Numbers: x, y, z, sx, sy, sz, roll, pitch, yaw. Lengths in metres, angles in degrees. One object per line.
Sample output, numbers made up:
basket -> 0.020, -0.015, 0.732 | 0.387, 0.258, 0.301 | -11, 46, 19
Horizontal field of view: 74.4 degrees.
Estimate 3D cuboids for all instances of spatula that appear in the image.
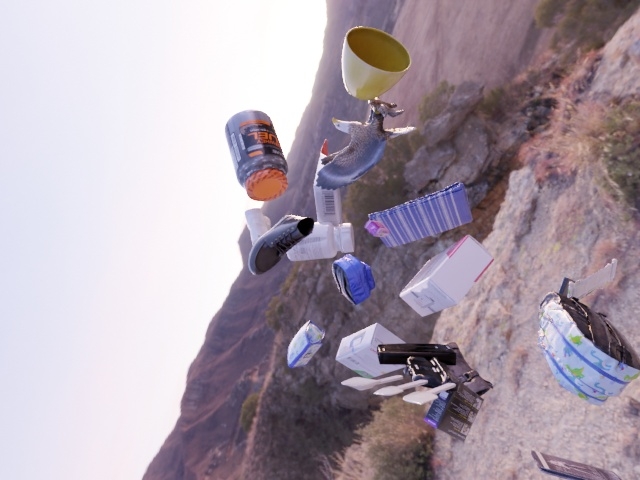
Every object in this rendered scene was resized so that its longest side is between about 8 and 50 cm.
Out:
spatula -> 0.167, 0.291, 0.850 | 0.242, 0.168, 0.019 | 15, -105, -55

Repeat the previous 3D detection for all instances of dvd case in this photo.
dvd case -> 0.729, 0.654, 1.193 | 0.164, 0.221, 0.018 | 30, -110, -69

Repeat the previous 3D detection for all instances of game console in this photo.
game console -> 0.263, 0.328, 1.120 | 0.361, 0.213, 0.043 | 16, -107, -85

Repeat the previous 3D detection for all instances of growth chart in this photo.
growth chart -> 1.044, 0.165, 1.624 | 0.021, 0.237, 0.172 | 56, 170, 45

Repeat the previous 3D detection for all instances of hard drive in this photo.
hard drive -> 1.095, 0.239, 1.885 | 0.022, 0.094, 0.135 | 20, 90, 56

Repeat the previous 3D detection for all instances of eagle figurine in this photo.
eagle figurine -> 0.118, -0.294, 1.290 | 0.225, 0.226, 0.298 | 46, 122, 38

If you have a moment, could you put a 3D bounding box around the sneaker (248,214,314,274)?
sneaker -> -0.115, 0.007, 1.214 | 0.118, 0.083, 0.222 | -3, 46, 56

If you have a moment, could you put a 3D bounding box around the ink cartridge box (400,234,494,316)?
ink cartridge box -> 0.405, 0.124, 1.388 | 0.207, 0.117, 0.283 | -44, -7, -18

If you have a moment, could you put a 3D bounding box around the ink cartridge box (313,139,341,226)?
ink cartridge box -> 0.051, -0.193, 1.720 | 0.385, 0.091, 0.308 | -78, -15, -50

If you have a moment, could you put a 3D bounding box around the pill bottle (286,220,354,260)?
pill bottle -> 0.000, 0.000, 1.487 | 0.131, 0.229, 0.131 | -6, -90, -79

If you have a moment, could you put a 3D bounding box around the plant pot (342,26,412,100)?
plant pot -> 0.096, -0.333, 0.826 | 0.095, 0.134, 0.134 | 119, 168, -53

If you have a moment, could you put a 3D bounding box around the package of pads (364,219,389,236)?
package of pads -> 0.173, -0.036, 1.285 | 0.032, 0.050, 0.083 | -53, -24, 18

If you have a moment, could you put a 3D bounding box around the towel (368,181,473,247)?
towel -> 0.362, -0.081, 1.507 | 0.243, 0.336, 0.040 | 46, -149, -52

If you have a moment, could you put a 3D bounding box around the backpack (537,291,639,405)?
backpack -> 0.869, 0.355, 1.374 | 0.273, 0.290, 0.355 | -57, -1, 8

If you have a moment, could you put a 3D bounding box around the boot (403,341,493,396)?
boot -> 0.468, 0.509, 1.562 | 0.229, 0.263, 0.091 | -117, 7, -47

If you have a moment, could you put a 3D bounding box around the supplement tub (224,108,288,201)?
supplement tub -> -0.250, -0.335, 1.671 | 0.207, 0.207, 0.337 | 113, 142, -56

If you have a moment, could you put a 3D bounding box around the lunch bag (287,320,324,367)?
lunch bag -> -0.058, 0.389, 1.558 | 0.128, 0.096, 0.151 | -54, -3, 16

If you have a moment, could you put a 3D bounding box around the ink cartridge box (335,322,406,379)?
ink cartridge box -> 0.181, 0.391, 1.472 | 0.212, 0.154, 0.093 | -40, 19, 49

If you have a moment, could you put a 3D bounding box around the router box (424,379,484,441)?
router box -> 0.361, 0.452, 1.130 | 0.046, 0.179, 0.133 | 17, 72, 49

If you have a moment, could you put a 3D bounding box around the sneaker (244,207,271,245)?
sneaker -> -0.267, -0.026, 1.876 | 0.292, 0.108, 0.169 | 72, -178, -78

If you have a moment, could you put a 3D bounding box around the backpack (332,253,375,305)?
backpack -> 0.089, 0.097, 1.167 | 0.098, 0.101, 0.120 | 24, 141, 56
